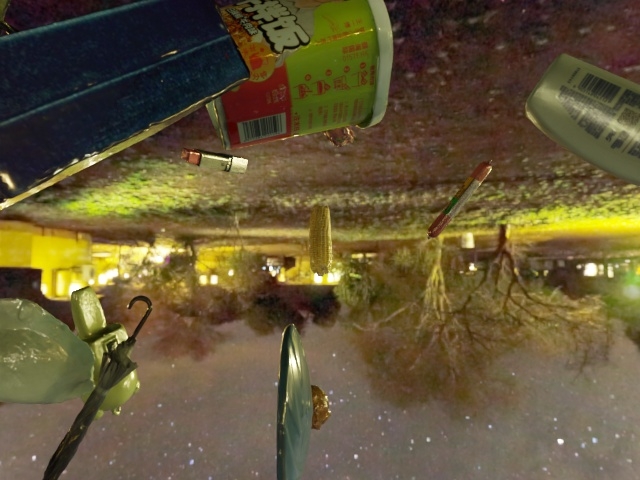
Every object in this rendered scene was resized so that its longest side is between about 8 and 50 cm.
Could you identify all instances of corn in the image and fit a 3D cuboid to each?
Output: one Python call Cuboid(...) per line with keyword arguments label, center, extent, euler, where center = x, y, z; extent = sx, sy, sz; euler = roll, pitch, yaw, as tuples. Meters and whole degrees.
Cuboid(label="corn", center=(0.000, 0.000, 1.224), extent=(0.067, 0.207, 0.067), euler=(0, 173, 0))

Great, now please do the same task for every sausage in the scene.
Cuboid(label="sausage", center=(0.308, -0.090, 0.954), extent=(0.029, 0.223, 0.029), euler=(38, -179, -1))

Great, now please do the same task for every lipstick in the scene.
Cuboid(label="lipstick", center=(-0.297, -0.223, 1.208), extent=(0.051, 0.051, 0.312), euler=(21, -169, 13))

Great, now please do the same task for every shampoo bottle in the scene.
Cuboid(label="shampoo bottle", center=(0.509, -0.161, 0.684), extent=(0.359, 0.134, 0.078), euler=(37, -170, 21))

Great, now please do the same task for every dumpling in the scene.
Cuboid(label="dumpling", center=(-0.433, 0.157, 0.630), extent=(0.216, 0.150, 0.105), euler=(5, 173, 0))

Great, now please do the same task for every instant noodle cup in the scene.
Cuboid(label="instant noodle cup", center=(-0.066, -0.318, 0.791), extent=(0.307, 0.294, 0.294), euler=(-20, 180, -14))

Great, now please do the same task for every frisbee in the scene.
Cuboid(label="frisbee", center=(-0.037, 0.288, 0.727), extent=(0.049, 0.290, 0.289), euler=(-1, 176, 0))

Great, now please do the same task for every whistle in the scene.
Cuboid(label="whistle", center=(-0.462, 0.236, 0.899), extent=(0.106, 0.289, 0.131), euler=(-7, -168, 29))

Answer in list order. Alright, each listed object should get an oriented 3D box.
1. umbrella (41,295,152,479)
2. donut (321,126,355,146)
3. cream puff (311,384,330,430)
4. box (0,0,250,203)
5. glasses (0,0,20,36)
Cuboid(label="umbrella", center=(-0.261, 0.194, 0.507), extent=(0.044, 0.269, 0.044), euler=(27, 166, -18))
Cuboid(label="donut", center=(0.038, -0.302, 1.163), extent=(0.117, 0.065, 0.166), euler=(46, -173, -35))
Cuboid(label="cream puff", center=(-0.036, 0.518, 1.330), extent=(0.126, 0.144, 0.103), euler=(18, -148, 34))
Cuboid(label="box", center=(-0.260, -0.136, 0.458), extent=(0.261, 0.116, 0.279), euler=(-6, -149, 42))
Cuboid(label="glasses", center=(-0.437, -0.259, 0.559), extent=(0.206, 0.102, 0.239), euler=(-40, 176, -23))
